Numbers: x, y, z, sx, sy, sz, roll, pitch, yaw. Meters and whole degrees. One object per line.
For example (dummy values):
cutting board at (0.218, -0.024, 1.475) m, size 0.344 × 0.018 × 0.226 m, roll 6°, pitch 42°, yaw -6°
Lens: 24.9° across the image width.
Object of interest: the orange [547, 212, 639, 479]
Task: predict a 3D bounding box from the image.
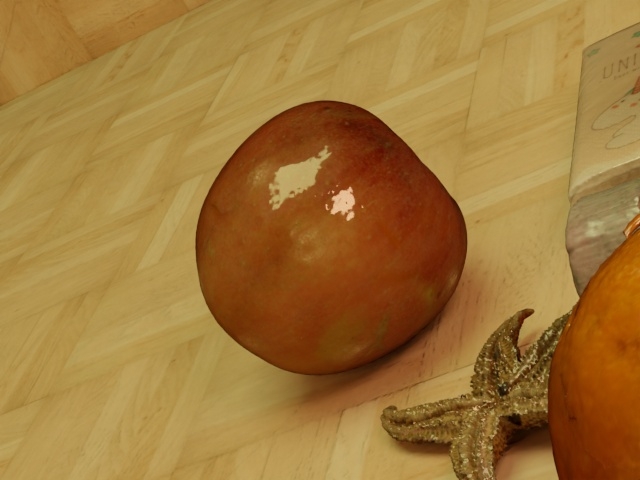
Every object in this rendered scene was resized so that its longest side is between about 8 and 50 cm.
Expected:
orange at (0.260, 0.087, 0.751) m, size 0.284 × 0.226 × 0.284 m, roll -25°, pitch 29°, yaw 15°

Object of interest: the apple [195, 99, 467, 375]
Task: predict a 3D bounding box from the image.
apple at (0.000, 0.000, 1.287) m, size 0.253 × 0.253 × 0.253 m, roll -27°, pitch 22°, yaw 12°

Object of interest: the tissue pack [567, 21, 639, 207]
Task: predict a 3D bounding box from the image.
tissue pack at (0.323, -0.125, 1.345) m, size 0.170 × 0.071 × 0.325 m, roll -24°, pitch 21°, yaw 24°

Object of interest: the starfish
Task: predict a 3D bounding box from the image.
starfish at (0.137, 0.119, 1.098) m, size 0.240 × 0.043 × 0.227 m, roll -15°, pitch 24°, yaw 44°

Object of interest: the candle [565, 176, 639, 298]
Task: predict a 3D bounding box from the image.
candle at (0.242, 0.045, 0.998) m, size 0.068 × 0.192 × 0.168 m, roll -18°, pitch 69°, yaw 33°
